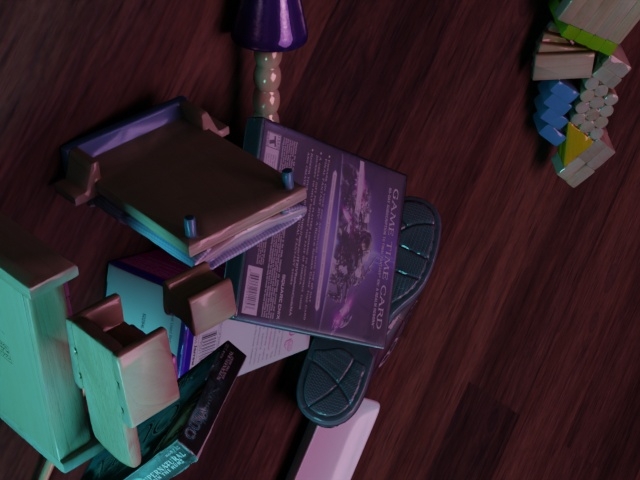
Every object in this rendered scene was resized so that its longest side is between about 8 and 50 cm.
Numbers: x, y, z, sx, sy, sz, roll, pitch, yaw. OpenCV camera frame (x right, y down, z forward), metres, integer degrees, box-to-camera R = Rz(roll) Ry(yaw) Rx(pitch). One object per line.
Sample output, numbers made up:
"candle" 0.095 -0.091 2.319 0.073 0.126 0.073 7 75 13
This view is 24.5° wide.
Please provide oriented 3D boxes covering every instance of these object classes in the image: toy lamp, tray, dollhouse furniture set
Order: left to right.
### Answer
"dollhouse furniture set" -0.124 0.048 1.287 0.303 0.286 0.198 -30 133 -32
"toy lamp" -0.055 -0.137 1.493 0.080 0.080 0.274 -31 135 -46
"tray" -0.013 0.318 1.876 0.145 0.030 0.270 27 85 -58

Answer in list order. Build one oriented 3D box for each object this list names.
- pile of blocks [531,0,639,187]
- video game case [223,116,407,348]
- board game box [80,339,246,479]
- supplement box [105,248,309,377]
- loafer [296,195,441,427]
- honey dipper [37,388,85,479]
"pile of blocks" 0.354 -0.248 2.067 0.112 0.149 0.362 -100 -168 -49
"video game case" 0.000 0.000 1.510 0.274 0.026 0.196 17 79 -55
"board game box" -0.143 0.171 1.225 0.186 0.026 0.126 -39 -164 35
"supplement box" -0.108 0.068 1.496 0.220 0.114 0.111 -15 119 -52
"loafer" 0.056 0.088 1.794 0.302 0.109 0.095 -63 169 -13
"honey dipper" -0.245 0.180 1.429 0.030 0.030 0.160 18 94 -59
